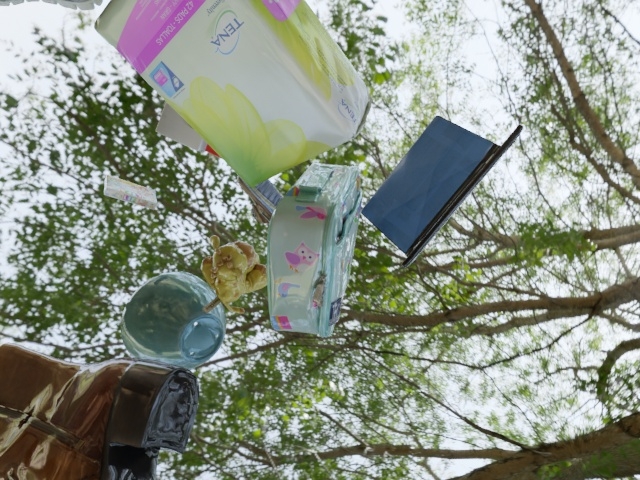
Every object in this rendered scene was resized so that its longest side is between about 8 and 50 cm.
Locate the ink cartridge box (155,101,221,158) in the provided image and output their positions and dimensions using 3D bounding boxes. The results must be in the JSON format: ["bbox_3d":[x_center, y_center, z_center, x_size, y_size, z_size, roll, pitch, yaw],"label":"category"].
[{"bbox_3d":[-0.294,-0.393,1.189,0.260,0.066,0.297,24,-79,-3],"label":"ink cartridge box"}]

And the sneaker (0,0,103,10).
[{"bbox_3d":[-0.357,-0.321,0.490,0.075,0.170,0.063,-176,-94,-76],"label":"sneaker"}]

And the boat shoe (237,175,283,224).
[{"bbox_3d":[-0.109,-0.066,0.848,0.066,0.183,0.066,-39,-171,31],"label":"boat shoe"}]

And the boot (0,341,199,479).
[{"bbox_3d":[-0.273,0.221,0.363,0.280,0.096,0.264,-3,-120,22],"label":"boot"}]

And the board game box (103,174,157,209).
[{"bbox_3d":[-0.610,-0.155,1.333,0.026,0.154,0.103,-59,-143,17],"label":"board game box"}]

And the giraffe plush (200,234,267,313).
[{"bbox_3d":[-0.226,0.065,1.051,0.181,0.171,0.210,24,-130,4],"label":"giraffe plush"}]

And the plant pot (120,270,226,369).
[{"bbox_3d":[-0.384,0.248,1.177,0.195,0.290,0.291,11,-108,45],"label":"plant pot"}]

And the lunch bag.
[{"bbox_3d":[0.000,0.000,0.655,0.107,0.224,0.279,10,-151,7],"label":"lunch bag"}]

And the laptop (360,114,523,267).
[{"bbox_3d":[0.271,-0.159,1.086,0.236,0.408,0.382,40,-78,12],"label":"laptop"}]

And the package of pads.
[{"bbox_3d":[-0.101,-0.224,0.525,0.229,0.296,0.101,-15,-140,42],"label":"package of pads"}]
